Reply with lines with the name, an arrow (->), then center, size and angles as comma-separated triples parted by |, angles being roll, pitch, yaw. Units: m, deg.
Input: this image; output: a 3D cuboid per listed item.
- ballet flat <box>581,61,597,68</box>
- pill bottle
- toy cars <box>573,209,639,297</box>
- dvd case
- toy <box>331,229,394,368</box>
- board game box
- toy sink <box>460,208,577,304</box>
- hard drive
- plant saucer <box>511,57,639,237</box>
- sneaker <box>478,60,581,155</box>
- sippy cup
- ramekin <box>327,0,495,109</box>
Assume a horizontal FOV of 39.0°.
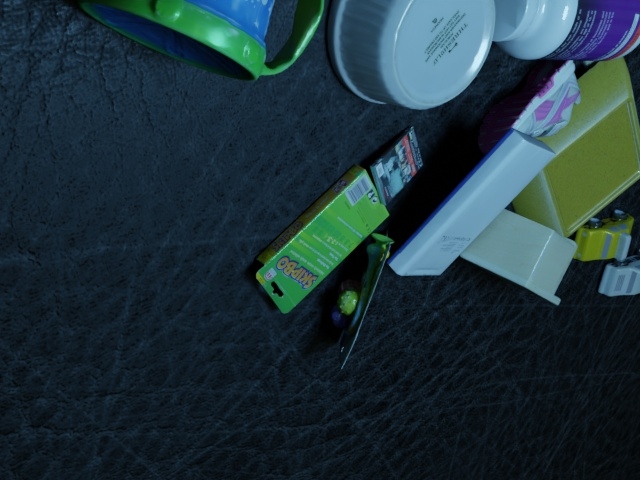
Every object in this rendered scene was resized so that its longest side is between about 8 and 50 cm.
ballet flat -> 0.571, -0.410, 1.770 | 0.057, 0.052, 0.168 | 18, 103, -46
pill bottle -> 0.408, -0.399, 1.542 | 0.323, 0.181, 0.181 | -8, 120, -38
toy cars -> 0.725, 0.046, 2.161 | 0.176, 0.087, 0.394 | -53, 137, -2
dvd case -> 0.134, -0.130, 1.569 | 0.119, 0.013, 0.087 | -48, 136, -30
toy -> 0.060, 0.095, 1.616 | 0.056, 0.137, 0.237 | 23, 102, -4
board game box -> 0.000, 0.000, 1.541 | 0.259, 0.039, 0.124 | -46, 136, -14
toy sink -> 0.409, 0.026, 1.810 | 0.234, 0.153, 0.131 | 24, 93, -56
hard drive -> 0.276, -0.061, 1.635 | 0.318, 0.040, 0.210 | -48, 157, 19
plant saucer -> 0.539, -0.162, 1.847 | 0.333, 0.081, 0.333 | -39, 135, -6
sneaker -> 0.401, -0.230, 1.677 | 0.252, 0.103, 0.111 | -43, 115, -11
sippy cup -> -0.143, -0.339, 1.087 | 0.224, 0.240, 0.305 | -69, 161, 0
ramekin -> 0.152, -0.329, 1.402 | 0.273, 0.127, 0.272 | -21, 127, -31
